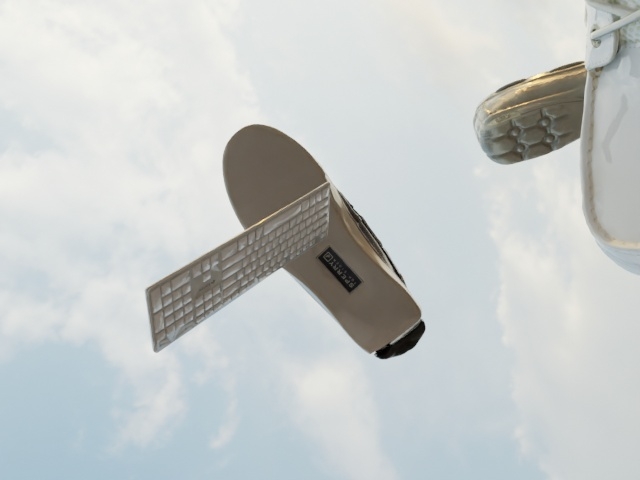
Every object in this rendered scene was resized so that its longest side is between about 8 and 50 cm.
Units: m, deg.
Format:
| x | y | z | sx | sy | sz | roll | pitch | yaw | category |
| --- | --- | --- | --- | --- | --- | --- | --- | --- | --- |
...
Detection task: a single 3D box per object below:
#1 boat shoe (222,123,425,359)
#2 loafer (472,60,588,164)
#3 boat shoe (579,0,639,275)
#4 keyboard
| x | y | z | sx | sy | sz | roll | pitch | yaw | category |
| --- | --- | --- | --- | --- | --- | --- | --- | --- | --- |
| 0.000 | 0.000 | 0.845 | 0.127 | 0.158 | 0.340 | -36 | -87 | 3 | boat shoe |
| 0.351 | -0.187 | 0.800 | 0.111 | 0.319 | 0.112 | -88 | -19 | -46 | loafer |
| 0.161 | -0.121 | 0.296 | 0.096 | 0.098 | 0.277 | 8 | -88 | -37 | boat shoe |
| -0.069 | 0.017 | 0.631 | 0.014 | 0.072 | 0.256 | 29 | -139 | 26 | keyboard |
